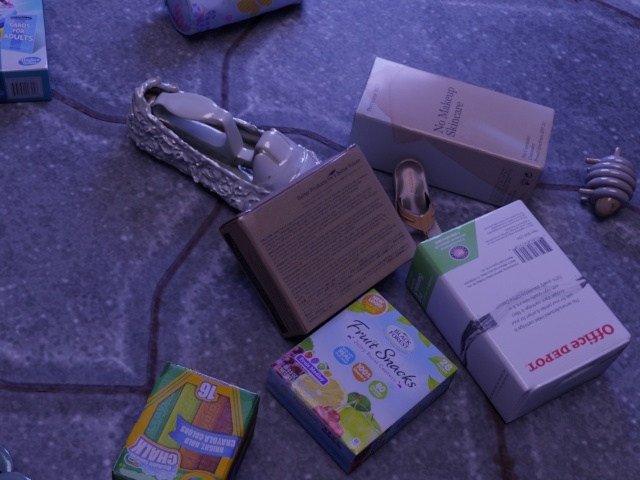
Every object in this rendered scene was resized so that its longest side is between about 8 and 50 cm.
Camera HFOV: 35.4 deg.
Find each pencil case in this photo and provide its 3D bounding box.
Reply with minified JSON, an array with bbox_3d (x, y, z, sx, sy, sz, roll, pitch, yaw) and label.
[{"bbox_3d":[-0.146,-0.459,1.800,0.273,0.113,0.124,-25,53,-24],"label":"pencil case"}]

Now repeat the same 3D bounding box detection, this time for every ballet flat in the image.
[{"bbox_3d":[-0.130,-0.135,1.562,0.409,0.147,0.147,25,55,8],"label":"ballet flat"}]

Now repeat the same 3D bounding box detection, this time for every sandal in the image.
[{"bbox_3d":[0.153,-0.049,1.576,0.072,0.049,0.180,-9,78,-6],"label":"sandal"}]

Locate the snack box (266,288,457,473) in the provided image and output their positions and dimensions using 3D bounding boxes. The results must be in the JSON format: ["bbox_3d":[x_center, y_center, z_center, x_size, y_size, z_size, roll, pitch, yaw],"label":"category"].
[{"bbox_3d":[0.057,0.191,1.398,0.207,0.070,0.174,-35,66,-30],"label":"snack box"}]

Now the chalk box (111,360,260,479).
[{"bbox_3d":[-0.176,0.286,1.254,0.132,0.132,0.213,19,54,5],"label":"chalk box"}]

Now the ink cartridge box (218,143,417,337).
[{"bbox_3d":[0.000,0.000,1.465,0.234,0.088,0.193,-33,96,-28],"label":"ink cartridge box"}]

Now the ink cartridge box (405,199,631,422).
[{"bbox_3d":[0.284,0.100,1.471,0.198,0.115,0.273,-22,61,-22],"label":"ink cartridge box"}]

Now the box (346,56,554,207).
[{"bbox_3d":[0.211,-0.174,1.650,0.311,0.121,0.148,16,55,2],"label":"box"}]

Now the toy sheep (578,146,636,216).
[{"bbox_3d":[0.480,-0.099,1.664,0.091,0.091,0.132,16,72,2],"label":"toy sheep"}]

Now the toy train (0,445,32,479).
[{"bbox_3d":[-0.399,0.360,1.173,0.334,0.142,0.190,41,71,17],"label":"toy train"}]

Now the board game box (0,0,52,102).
[{"bbox_3d":[-0.595,-0.377,1.689,0.253,0.079,0.336,-6,56,-13],"label":"board game box"}]
